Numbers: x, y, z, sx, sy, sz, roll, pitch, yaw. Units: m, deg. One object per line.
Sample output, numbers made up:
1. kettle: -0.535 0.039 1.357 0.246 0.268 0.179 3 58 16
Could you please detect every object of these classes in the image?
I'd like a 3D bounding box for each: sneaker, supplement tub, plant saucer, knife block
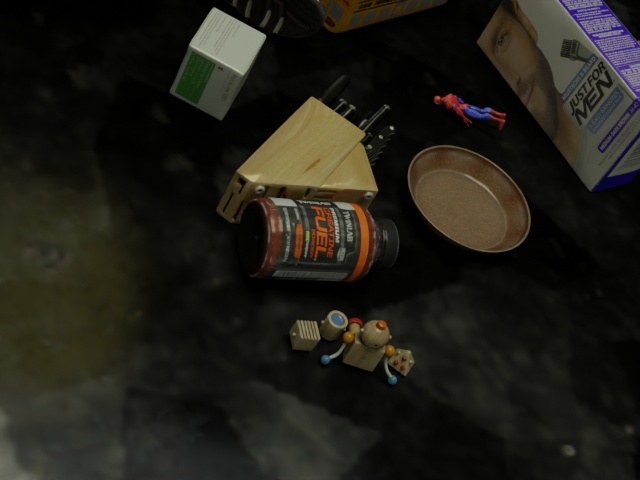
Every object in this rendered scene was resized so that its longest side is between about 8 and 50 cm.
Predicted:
1. sneaker: -0.106 -0.428 1.953 0.281 0.106 0.162 26 42 -5
2. supplement tub: 0.000 0.000 1.639 0.198 0.106 0.106 2 52 -27
3. plant saucer: 0.210 -0.053 1.847 0.198 0.036 0.198 15 47 -16
4. knife block: -0.023 -0.136 1.756 0.276 0.088 0.242 2 51 -26

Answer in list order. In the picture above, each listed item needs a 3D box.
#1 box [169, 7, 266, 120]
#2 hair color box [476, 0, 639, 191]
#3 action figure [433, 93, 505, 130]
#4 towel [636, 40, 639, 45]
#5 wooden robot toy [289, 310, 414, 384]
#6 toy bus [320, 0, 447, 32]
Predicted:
1. box: -0.144 -0.246 1.776 0.087 0.101 0.102 27 46 -5
2. hair color box: 0.414 -0.268 2.034 0.110 0.185 0.339 -13 59 -34
3. action figure: 0.232 -0.203 1.993 0.115 0.030 0.038 21 40 -4
4. towel: 0.592 -0.212 2.189 0.237 0.037 0.329 -19 64 -37
5. wooden robot toy: 0.054 0.116 1.587 0.173 0.079 0.076 18 46 -14
6. toy bus: 0.135 -0.440 2.071 0.333 0.130 0.108 -22 65 -39
